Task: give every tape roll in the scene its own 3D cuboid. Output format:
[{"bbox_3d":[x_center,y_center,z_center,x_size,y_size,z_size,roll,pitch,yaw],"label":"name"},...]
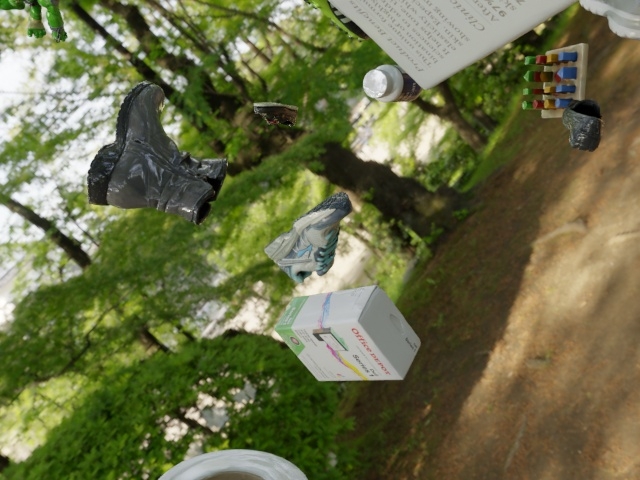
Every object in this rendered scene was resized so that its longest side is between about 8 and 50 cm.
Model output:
[{"bbox_3d":[-0.156,0.480,1.151,0.286,0.287,0.100,-79,-10,-74],"label":"tape roll"}]

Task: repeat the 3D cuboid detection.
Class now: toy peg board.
[{"bbox_3d":[0.542,-0.371,1.568,0.160,0.079,0.161,-142,51,-76],"label":"toy peg board"}]

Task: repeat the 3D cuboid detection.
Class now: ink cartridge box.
[{"bbox_3d":[0.063,0.226,1.578,0.278,0.201,0.117,-13,34,44],"label":"ink cartridge box"}]

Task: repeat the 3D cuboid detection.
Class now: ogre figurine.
[{"bbox_3d":[-0.624,-0.515,1.411,0.097,0.197,0.118,-39,-5,-38],"label":"ogre figurine"}]

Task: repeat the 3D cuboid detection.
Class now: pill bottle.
[{"bbox_3d":[0.182,-0.397,1.694,0.094,0.094,0.169,-41,-15,36],"label":"pill bottle"}]

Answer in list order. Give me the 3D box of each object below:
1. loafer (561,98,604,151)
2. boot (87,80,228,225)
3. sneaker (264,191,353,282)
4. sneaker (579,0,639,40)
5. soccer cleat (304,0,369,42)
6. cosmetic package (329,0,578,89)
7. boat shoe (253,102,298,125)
[{"bbox_3d":[0.541,-0.251,1.362,0.223,0.076,0.078,-62,-14,-58],"label":"loafer"},{"bbox_3d":[-0.277,-0.159,1.249,0.118,0.223,0.338,105,174,-49],"label":"boot"},{"bbox_3d":[0.000,0.000,1.370,0.110,0.122,0.283,-35,-2,-36],"label":"sneaker"},{"bbox_3d":[0.491,-0.397,1.040,0.281,0.105,0.115,-89,11,-56],"label":"sneaker"},{"bbox_3d":[0.034,-0.360,1.008,0.072,0.060,0.179,-50,-36,15],"label":"soccer cleat"},{"bbox_3d":[0.161,-0.414,0.671,0.327,0.329,0.394,-51,11,-9],"label":"cosmetic package"},{"bbox_3d":[-0.080,-0.230,1.219,0.133,0.049,0.041,-12,-69,-66],"label":"boat shoe"}]
